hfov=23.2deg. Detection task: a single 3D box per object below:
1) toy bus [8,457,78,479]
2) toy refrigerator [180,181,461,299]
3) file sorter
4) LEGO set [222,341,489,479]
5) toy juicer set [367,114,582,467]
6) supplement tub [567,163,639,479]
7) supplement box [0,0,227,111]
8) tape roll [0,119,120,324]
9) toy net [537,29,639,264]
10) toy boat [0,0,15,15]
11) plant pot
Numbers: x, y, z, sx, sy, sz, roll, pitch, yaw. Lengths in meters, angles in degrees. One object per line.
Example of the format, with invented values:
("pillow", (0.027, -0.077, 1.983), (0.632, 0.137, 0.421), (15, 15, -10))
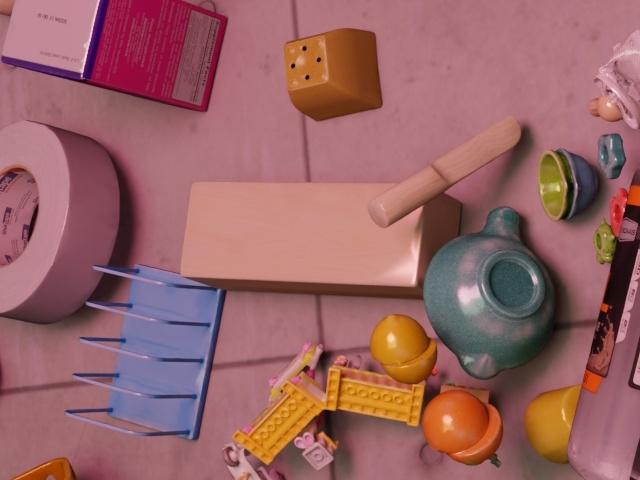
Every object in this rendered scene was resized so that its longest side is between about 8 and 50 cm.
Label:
("toy bus", (-0.268, 0.335, 1.672), (0.104, 0.202, 0.191), (-26, 63, -6))
("toy refrigerator", (0.000, 0.000, 1.563), (0.269, 0.094, 0.102), (1, 79, 29))
("file sorter", (-0.190, 0.116, 1.651), (0.118, 0.104, 0.170), (11, 91, 29))
("LEGO set", (0.028, 0.157, 1.548), (0.287, 0.107, 0.132), (-23, 109, 21))
("toy juicer set", (0.127, 0.057, 1.435), (0.089, 0.209, 0.329), (134, 123, -62))
("supplement tub", (0.340, 0.056, 1.296), (0.207, 0.207, 0.338), (15, 92, 30))
("supplement box", (-0.210, -0.210, 1.625), (0.111, 0.220, 0.114), (15, 92, 29))
("tape roll", (-0.318, -0.020, 1.722), (0.219, 0.072, 0.219), (-13, 70, 42))
("toy net", (0.248, -0.083, 1.375), (0.045, 0.232, 0.122), (-5, 52, -11))
("toy boat", (-0.341, -0.433, 1.778), (0.267, 0.148, 0.318), (-36, 77, 27))
("plant pot", (0.005, -0.172, 1.577), (0.081, 0.083, 0.081), (-10, 82, 28))
